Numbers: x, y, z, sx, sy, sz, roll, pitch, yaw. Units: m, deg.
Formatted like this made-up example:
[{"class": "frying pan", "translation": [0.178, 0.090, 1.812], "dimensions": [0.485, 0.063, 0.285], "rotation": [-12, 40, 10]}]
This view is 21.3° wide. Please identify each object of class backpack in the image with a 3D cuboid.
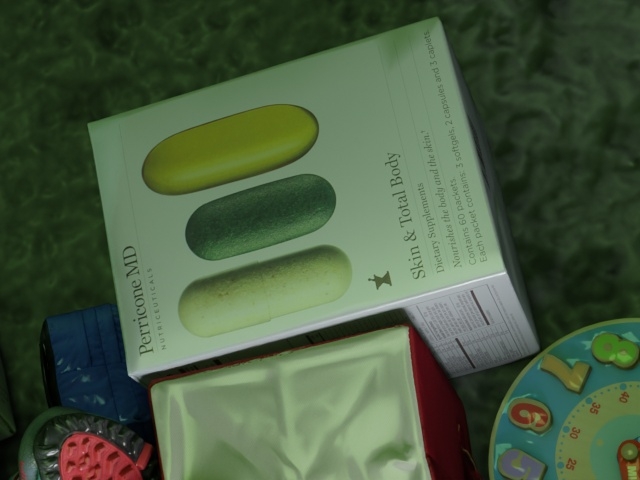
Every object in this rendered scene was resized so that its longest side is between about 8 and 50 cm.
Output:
[{"class": "backpack", "translation": [-0.159, 0.110, 1.290], "dimensions": [0.101, 0.098, 0.120], "rotation": [-15, 57, -13]}]

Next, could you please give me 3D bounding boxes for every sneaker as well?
[{"class": "sneaker", "translation": [-0.177, 0.192, 1.170], "dimensions": [0.125, 0.262, 0.104], "rotation": [20, 59, 22]}]

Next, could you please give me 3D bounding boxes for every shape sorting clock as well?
[{"class": "shape sorting clock", "translation": [0.220, 0.152, 1.200], "dimensions": [0.206, 0.040, 0.206], "rotation": [-5, 69, 13]}]

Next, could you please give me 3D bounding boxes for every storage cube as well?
[{"class": "storage cube", "translation": [0.005, 0.186, 1.162], "dimensions": [0.215, 0.193, 0.184], "rotation": [-13, 68, 9]}]

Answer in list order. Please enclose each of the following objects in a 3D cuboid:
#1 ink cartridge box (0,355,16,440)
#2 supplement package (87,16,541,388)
[{"class": "ink cartridge box", "translation": [-0.378, 0.188, 1.303], "dimensions": [0.296, 0.066, 0.261], "rotation": [-24, 53, 6]}, {"class": "supplement package", "translation": [0.000, 0.000, 1.228], "dimensions": [0.262, 0.198, 0.199], "rotation": [-16, 68, 9]}]
